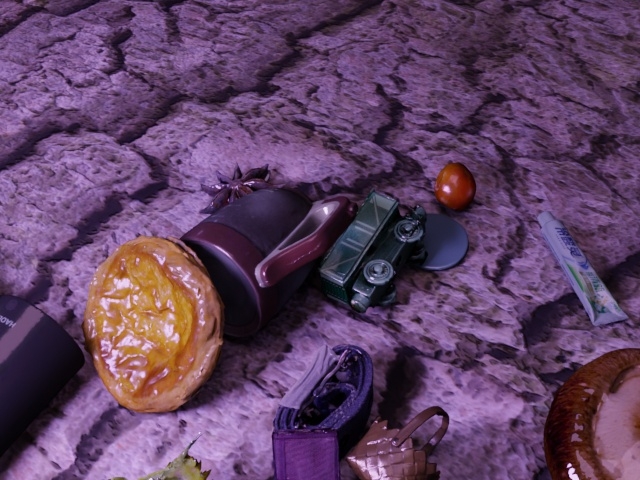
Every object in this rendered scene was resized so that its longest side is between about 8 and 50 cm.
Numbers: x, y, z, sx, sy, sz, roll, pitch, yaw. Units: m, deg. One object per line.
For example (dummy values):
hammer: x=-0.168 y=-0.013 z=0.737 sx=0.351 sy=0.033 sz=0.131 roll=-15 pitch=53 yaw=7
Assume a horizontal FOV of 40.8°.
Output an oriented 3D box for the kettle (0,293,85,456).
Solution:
kettle: x=-0.621 y=0.256 z=1.533 sx=0.262 sy=0.203 sz=0.308 roll=35 pitch=56 yaw=1

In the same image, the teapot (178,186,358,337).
teapot: x=-0.088 y=0.007 z=1.692 sx=0.315 sy=0.233 sz=0.312 roll=-8 pitch=27 yaw=45

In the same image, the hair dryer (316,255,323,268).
hair dryer: x=0.000 y=0.000 z=1.856 sx=0.071 sy=0.047 sz=0.150 roll=0 pitch=56 yaw=8

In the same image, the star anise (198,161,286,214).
star anise: x=-0.177 y=-0.107 z=1.954 sx=0.180 sy=0.061 sz=0.204 roll=11 pitch=45 yaw=24

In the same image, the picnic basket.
picnic basket: x=0.144 y=0.346 z=1.429 sx=0.178 sy=0.128 sz=0.138 roll=-45 pitch=58 yaw=-11

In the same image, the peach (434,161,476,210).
peach: x=0.297 y=-0.120 z=1.894 sx=0.100 sy=0.101 sz=0.101 roll=-3 pitch=45 yaw=3

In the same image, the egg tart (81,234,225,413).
egg tart: x=-0.297 y=0.149 z=1.602 sx=0.341 sy=0.341 sz=0.129 roll=25 pitch=16 yaw=27

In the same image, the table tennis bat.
table tennis bat: x=0.207 y=-0.016 z=1.847 sx=0.237 sy=0.038 sz=0.149 roll=31 pitch=62 yaw=27

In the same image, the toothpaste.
toothpaste: x=0.517 y=0.053 z=1.744 sx=0.074 sy=0.048 sz=0.297 roll=-10 pitch=49 yaw=-12

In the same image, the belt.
belt: x=0.009 y=0.285 z=1.507 sx=0.139 sy=0.126 sz=0.230 roll=23 pitch=53 yaw=23

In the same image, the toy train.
toy train: x=0.114 y=0.030 z=1.746 sx=0.154 sy=0.115 sz=0.269 roll=21 pitch=62 yaw=28

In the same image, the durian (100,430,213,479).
durian: x=-0.331 y=0.442 z=1.356 sx=0.355 sy=0.169 sz=0.157 roll=-16 pitch=44 yaw=-8

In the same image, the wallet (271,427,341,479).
wallet: x=-0.022 y=0.388 z=1.400 sx=0.111 sy=0.166 sz=0.030 roll=-2 pitch=6 yaw=6

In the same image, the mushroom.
mushroom: x=0.515 y=0.338 z=1.361 sx=0.345 sy=0.239 sz=0.345 roll=-3 pitch=24 yaw=1
